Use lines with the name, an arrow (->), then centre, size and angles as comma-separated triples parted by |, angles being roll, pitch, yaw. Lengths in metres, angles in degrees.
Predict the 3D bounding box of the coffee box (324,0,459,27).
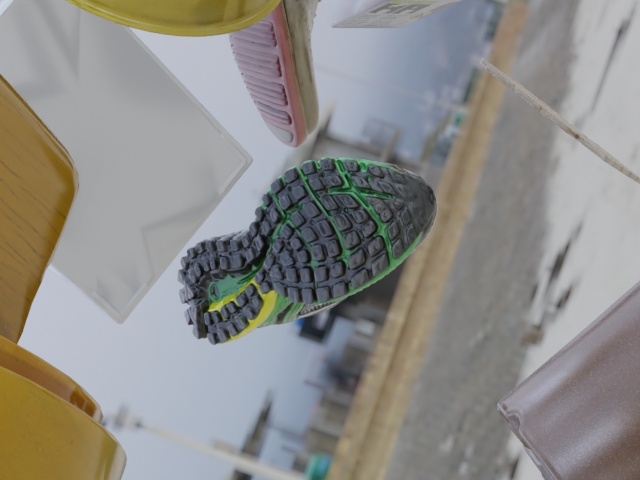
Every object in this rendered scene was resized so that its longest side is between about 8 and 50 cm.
coffee box -> 0.130, -0.325, 1.621 | 0.119, 0.297, 0.168 | -8, -98, -46

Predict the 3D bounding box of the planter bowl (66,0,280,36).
planter bowl -> -0.104, -0.236, 1.097 | 0.090, 0.217, 0.217 | -59, 5, 41

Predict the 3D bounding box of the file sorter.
file sorter -> -0.241, -0.101, 1.521 | 0.193, 0.277, 0.173 | -51, 37, -10

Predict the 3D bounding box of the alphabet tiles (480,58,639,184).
alphabet tiles -> 0.265, -0.139, 1.951 | 0.009, 0.198, 0.237 | -52, -22, 9

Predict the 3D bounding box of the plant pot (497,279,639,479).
plant pot -> 0.209, 0.104, 1.066 | 0.165, 0.167, 0.167 | -35, -5, -1

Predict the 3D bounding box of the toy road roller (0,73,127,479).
toy road roller -> -0.217, 0.037, 0.540 | 0.202, 0.330, 0.240 | 58, -132, -62

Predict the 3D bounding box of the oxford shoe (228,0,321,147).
oxford shoe -> -0.028, -0.271, 1.850 | 0.130, 0.123, 0.348 | -21, -62, -27

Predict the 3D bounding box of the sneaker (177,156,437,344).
sneaker -> 0.000, 0.000, 1.717 | 0.146, 0.134, 0.343 | -13, -7, -40
